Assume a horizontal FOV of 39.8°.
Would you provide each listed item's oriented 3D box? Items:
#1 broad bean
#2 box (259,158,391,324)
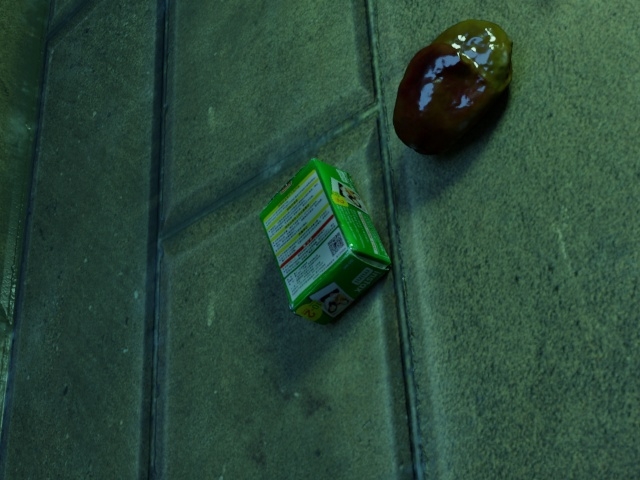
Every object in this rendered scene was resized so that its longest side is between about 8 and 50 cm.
[{"bbox_3d":[0.203,-0.240,1.378,0.228,0.122,0.156,-52,40,22],"label":"broad bean"},{"bbox_3d":[0.000,0.000,1.509,0.180,0.103,0.250,-43,47,26],"label":"box"}]
